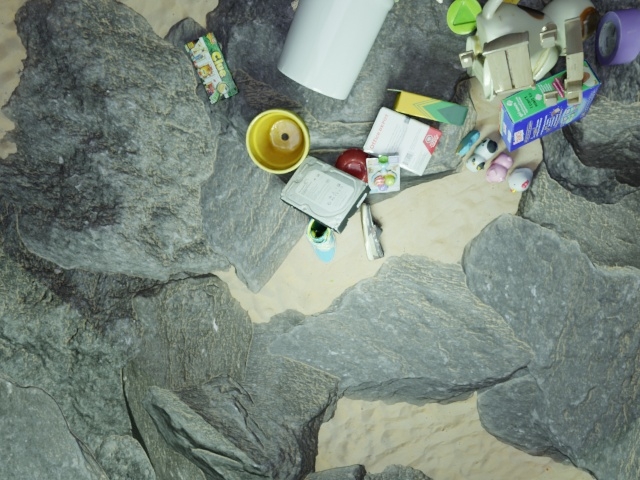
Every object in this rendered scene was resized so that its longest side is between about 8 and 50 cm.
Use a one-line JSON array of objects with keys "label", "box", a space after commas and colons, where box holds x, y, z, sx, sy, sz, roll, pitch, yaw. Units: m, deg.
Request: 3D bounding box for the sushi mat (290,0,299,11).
[{"label": "sushi mat", "box": [0.050, -0.957, 1.771, 0.316, 0.019, 0.152, -26, 104, 14]}]

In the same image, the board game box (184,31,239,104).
[{"label": "board game box", "box": [-0.461, -0.731, 1.894, 0.136, 0.030, 0.260, -21, 106, 10]}]

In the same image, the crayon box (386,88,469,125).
[{"label": "crayon box", "box": [0.410, -0.538, 1.782, 0.318, 0.202, 0.081, 14, 110, 2]}]

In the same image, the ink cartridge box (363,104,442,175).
[{"label": "ink cartridge box", "box": [0.340, -0.424, 1.873, 0.272, 0.114, 0.197, 23, 110, -4]}]

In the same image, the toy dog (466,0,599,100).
[{"label": "toy dog", "box": [0.769, -0.755, 1.617, 0.407, 0.285, 0.396, -13, 128, 4]}]

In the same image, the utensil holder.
[{"label": "utensil holder", "box": [0.045, -0.776, 1.665, 0.327, 0.328, 0.386, 25, 117, -3]}]

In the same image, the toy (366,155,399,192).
[{"label": "toy", "box": [0.271, -0.262, 1.896, 0.136, 0.056, 0.237, -4, 146, 7]}]

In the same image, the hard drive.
[{"label": "hard drive", "box": [0.012, -0.200, 1.875, 0.338, 0.064, 0.237, 32, 82, 31]}]

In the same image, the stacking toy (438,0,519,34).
[{"label": "stacking toy", "box": [0.586, -0.970, 1.693, 0.309, 0.130, 0.279, 50, 133, -8]}]

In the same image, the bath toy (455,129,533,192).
[{"label": "bath toy", "box": [0.737, -0.310, 1.864, 0.348, 0.129, 0.151, 33, 120, -6]}]

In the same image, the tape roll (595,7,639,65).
[{"label": "tape roll", "box": [1.103, -0.751, 1.645, 0.080, 0.189, 0.189, -6, 108, 8]}]

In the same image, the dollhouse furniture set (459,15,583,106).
[{"label": "dollhouse furniture set", "box": [0.694, -0.602, 1.526, 0.355, 0.174, 0.303, -3, 147, 30]}]

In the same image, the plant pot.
[{"label": "plant pot", "box": [-0.161, -0.424, 1.857, 0.253, 0.239, 0.254, 2, 108, 5]}]

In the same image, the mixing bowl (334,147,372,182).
[{"label": "mixing bowl", "box": [0.148, -0.305, 1.942, 0.181, 0.098, 0.182, 1, 109, 4]}]

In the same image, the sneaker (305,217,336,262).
[{"label": "sneaker", "box": [0.000, 0.000, 1.991, 0.126, 0.208, 0.319, -8, 119, 7]}]

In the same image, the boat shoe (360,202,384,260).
[{"label": "boat shoe", "box": [0.239, -0.041, 2.026, 0.092, 0.103, 0.286, -9, 112, 3]}]

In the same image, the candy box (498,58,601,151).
[{"label": "candy box", "box": [0.860, -0.505, 1.710, 0.317, 0.268, 0.122, -26, 71, 13]}]
